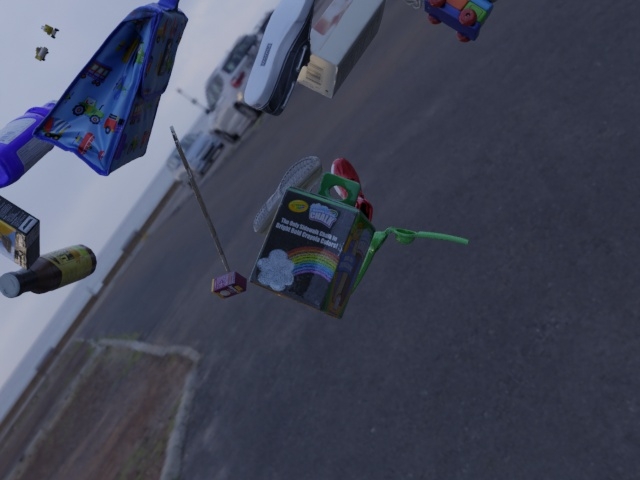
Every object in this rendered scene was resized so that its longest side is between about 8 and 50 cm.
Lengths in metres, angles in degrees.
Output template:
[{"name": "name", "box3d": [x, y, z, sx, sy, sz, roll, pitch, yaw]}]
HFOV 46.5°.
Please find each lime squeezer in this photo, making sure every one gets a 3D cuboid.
[{"name": "lime squeezer", "box3d": [0.178, 0.017, 1.715, 0.310, 0.110, 0.059, -24, -16, 20]}]

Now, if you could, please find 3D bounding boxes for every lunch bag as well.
[{"name": "lunch bag", "box3d": [-0.312, -0.277, 1.222, 0.293, 0.138, 0.221, -59, 6, 14]}]

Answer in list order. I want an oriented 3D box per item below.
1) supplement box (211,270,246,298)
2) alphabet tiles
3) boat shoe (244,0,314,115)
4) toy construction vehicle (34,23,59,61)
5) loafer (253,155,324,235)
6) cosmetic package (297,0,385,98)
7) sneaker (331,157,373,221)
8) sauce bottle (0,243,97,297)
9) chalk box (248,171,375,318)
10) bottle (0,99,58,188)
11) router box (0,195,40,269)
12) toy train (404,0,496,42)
[{"name": "supplement box", "box3d": [-0.253, 0.124, 2.068, 0.083, 0.055, 0.043, -22, 50, 27]}, {"name": "alphabet tiles", "box3d": [-0.220, -0.083, 1.342, 0.009, 0.237, 0.198, -21, 31, -6]}, {"name": "boat shoe", "box3d": [-0.069, -0.429, 1.692, 0.108, 0.102, 0.301, 23, 92, 51]}, {"name": "toy construction vehicle", "box3d": [-0.637, -0.456, 1.715, 0.086, 0.035, 0.098, -60, 20, 8]}, {"name": "loafer", "box3d": [-0.072, -0.111, 1.993, 0.268, 0.092, 0.102, -47, 30, 23]}, {"name": "cosmetic package", "box3d": [0.055, -0.569, 2.106, 0.296, 0.129, 0.153, -57, -10, -27]}, {"name": "sneaker", "box3d": [0.103, -0.139, 2.136, 0.087, 0.221, 0.128, -22, 2, -16]}, {"name": "sauce bottle", "box3d": [-0.773, 0.090, 2.124, 0.111, 0.111, 0.344, -50, -4, 17]}, {"name": "chalk box", "box3d": [0.000, 0.000, 1.624, 0.289, 0.180, 0.179, -67, -19, -7]}, {"name": "bottle", "box3d": [-0.629, -0.213, 1.589, 0.118, 0.092, 0.283, -12, 30, 21]}, {"name": "router box", "box3d": [-0.611, -0.023, 1.443, 0.046, 0.133, 0.179, -59, 4, -30]}, {"name": "toy train", "box3d": [0.309, -0.606, 1.812, 0.143, 0.248, 0.105, -53, -12, -6]}]
